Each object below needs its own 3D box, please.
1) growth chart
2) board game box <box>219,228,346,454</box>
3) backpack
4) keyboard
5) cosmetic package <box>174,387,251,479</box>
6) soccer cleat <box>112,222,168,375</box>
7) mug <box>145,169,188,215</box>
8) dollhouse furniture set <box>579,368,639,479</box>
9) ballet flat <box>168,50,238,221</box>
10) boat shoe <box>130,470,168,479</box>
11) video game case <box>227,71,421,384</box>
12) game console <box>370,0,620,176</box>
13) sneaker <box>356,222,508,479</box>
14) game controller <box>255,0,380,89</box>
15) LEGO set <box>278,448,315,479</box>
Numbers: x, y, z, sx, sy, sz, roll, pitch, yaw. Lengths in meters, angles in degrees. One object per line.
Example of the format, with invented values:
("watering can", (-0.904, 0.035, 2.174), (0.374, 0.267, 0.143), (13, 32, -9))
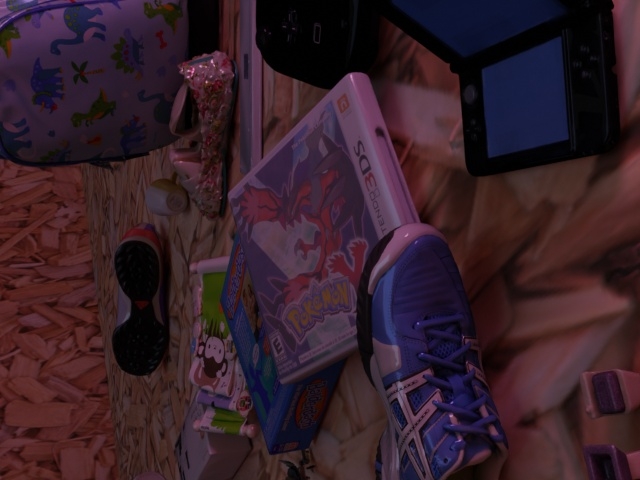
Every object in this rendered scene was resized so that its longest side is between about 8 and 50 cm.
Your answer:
("growth chart", (-0.126, 0.129, 0.948), (0.172, 0.021, 0.237), (-22, 66, 50))
("board game box", (-0.046, 0.083, 0.770), (0.160, 0.047, 0.210), (109, 148, -41))
("backpack", (-0.311, -0.230, 0.966), (0.273, 0.355, 0.290), (-121, 35, -46))
("keyboard", (-0.080, -0.199, 0.860), (0.072, 0.014, 0.256), (-143, 53, -68))
("cosmetic package", (-0.159, 0.293, 1.074), (0.239, 0.060, 0.099), (117, 141, -52))
("soccer cleat", (-0.348, 0.119, 1.480), (0.116, 0.108, 0.318), (-92, 7, -63))
("mug", (-0.247, -0.075, 1.229), (0.064, 0.062, 0.078), (17, 116, 58))
("dollhouse furniture set", (0.132, 0.095, 0.294), (0.114, 0.081, 0.091), (144, 119, -65))
("ballet flat", (-0.158, -0.131, 0.974), (0.091, 0.077, 0.241), (-123, 35, -49))
("boat shoe", (-0.258, 0.532, 1.311), (0.302, 0.113, 0.103), (60, 147, 28))
("video game case", (0.000, 0.000, 0.596), (0.201, 0.023, 0.183), (-37, 64, 48))
("game console", (0.084, -0.091, 0.393), (0.122, 0.071, 0.107), (176, 90, -68))
("sneaker", (0.076, 0.092, 0.454), (0.081, 0.080, 0.211), (12, 115, 61))
("game controller", (0.002, -0.280, 0.568), (0.166, 0.067, 0.319), (-136, 46, -59))
("LEGO set", (-0.022, 0.249, 0.790), (0.083, 0.023, 0.054), (-48, 51, 44))
